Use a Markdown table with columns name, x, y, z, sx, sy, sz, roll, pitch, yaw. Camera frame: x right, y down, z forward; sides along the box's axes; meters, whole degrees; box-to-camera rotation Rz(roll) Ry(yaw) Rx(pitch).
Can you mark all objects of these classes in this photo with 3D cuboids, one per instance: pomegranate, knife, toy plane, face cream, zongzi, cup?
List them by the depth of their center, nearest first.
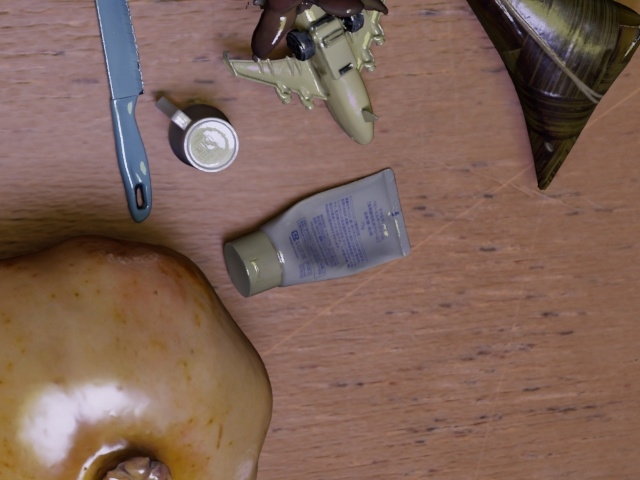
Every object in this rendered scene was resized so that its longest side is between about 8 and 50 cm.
| name | x | y | z | sx | sy | sz | roll | pitch | yaw |
| --- | --- | --- | --- | --- | --- | --- | --- | --- | --- |
| pomegranate | -0.249 | 0.190 | 1.520 | 0.412 | 0.411 | 0.411 | -4 | 106 | -13 |
| cup | -0.140 | -0.122 | 1.615 | 0.104 | 0.116 | 0.074 | 42 | 90 | -14 |
| knife | -0.221 | -0.171 | 1.630 | 0.045 | 0.019 | 0.313 | -13 | 108 | -19 |
| toy plane | 0.008 | -0.214 | 1.639 | 0.229 | 0.092 | 0.244 | -34 | 108 | -18 |
| zongzi | 0.226 | -0.207 | 1.692 | 0.248 | 0.111 | 0.241 | 25 | 104 | -14 |
| face cream | 0.000 | 0.000 | 1.719 | 0.224 | 0.070 | 0.114 | -21 | 110 | -21 |

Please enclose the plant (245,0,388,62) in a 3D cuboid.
| name | x | y | z | sx | sy | sz | roll | pitch | yaw |
| --- | --- | --- | --- | --- | --- | --- | --- | --- | --- |
| plant | 0.010 | -0.327 | 1.508 | 0.204 | 0.178 | 0.234 | -17 | 98 | -18 |
